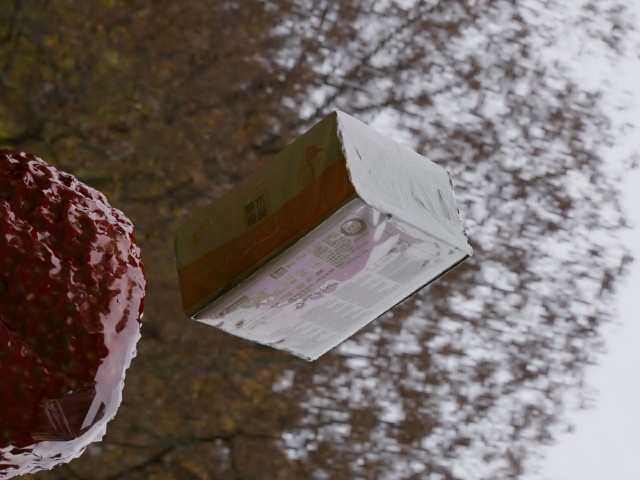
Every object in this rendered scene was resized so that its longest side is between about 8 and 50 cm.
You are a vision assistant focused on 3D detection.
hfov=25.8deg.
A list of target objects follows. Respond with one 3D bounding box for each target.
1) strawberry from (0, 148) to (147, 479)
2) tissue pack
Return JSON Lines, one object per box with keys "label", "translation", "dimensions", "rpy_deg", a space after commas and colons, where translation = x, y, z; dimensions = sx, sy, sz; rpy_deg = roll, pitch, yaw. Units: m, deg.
{"label": "strawberry", "translation": [-0.258, 0.063, 0.999], "dimensions": [0.288, 0.238, 0.250], "rpy_deg": [35, -63, 38]}
{"label": "tissue pack", "translation": [0.000, 0.000, 1.363], "dimensions": [0.225, 0.185, 0.124], "rpy_deg": [-35, -131, 28]}
